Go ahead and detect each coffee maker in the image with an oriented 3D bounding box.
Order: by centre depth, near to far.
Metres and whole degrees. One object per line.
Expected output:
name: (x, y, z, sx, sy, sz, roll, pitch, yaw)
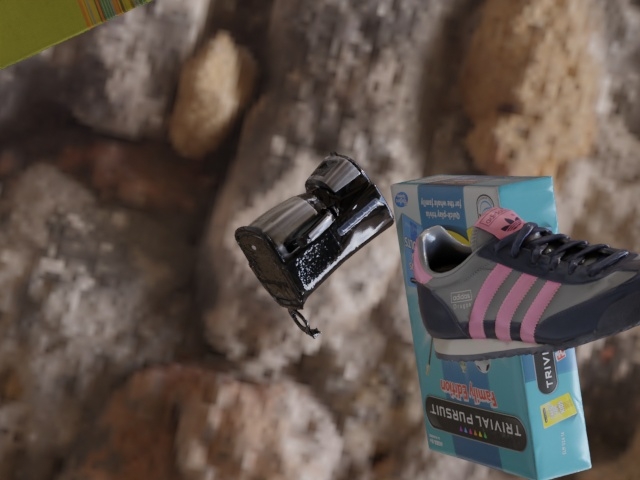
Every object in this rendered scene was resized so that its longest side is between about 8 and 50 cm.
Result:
coffee maker: (0.000, 0.000, 2.307, 0.178, 0.120, 0.171, -39, 132, -23)

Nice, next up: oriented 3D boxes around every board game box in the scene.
board game box: (0.194, 0.094, 2.058, 0.254, 0.079, 0.336, 5, -76, 65)

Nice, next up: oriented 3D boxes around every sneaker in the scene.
sneaker: (0.196, 0.029, 1.594, 0.319, 0.112, 0.131, -14, -81, 49)

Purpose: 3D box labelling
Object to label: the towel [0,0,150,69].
towel: (-0.296, -0.272, 1.957, 0.021, 0.237, 0.102, -17, 87, -68)
